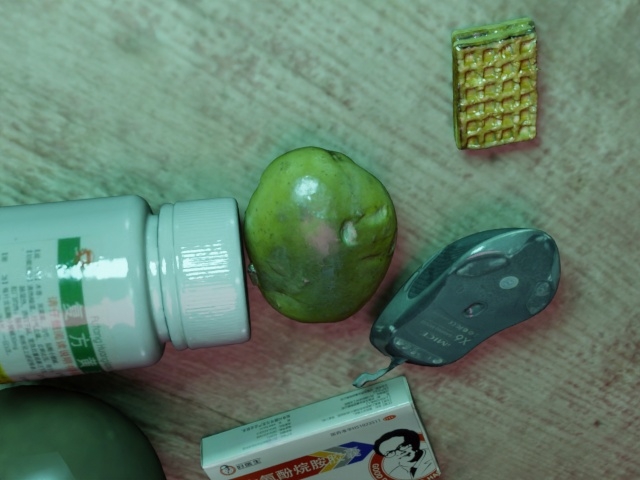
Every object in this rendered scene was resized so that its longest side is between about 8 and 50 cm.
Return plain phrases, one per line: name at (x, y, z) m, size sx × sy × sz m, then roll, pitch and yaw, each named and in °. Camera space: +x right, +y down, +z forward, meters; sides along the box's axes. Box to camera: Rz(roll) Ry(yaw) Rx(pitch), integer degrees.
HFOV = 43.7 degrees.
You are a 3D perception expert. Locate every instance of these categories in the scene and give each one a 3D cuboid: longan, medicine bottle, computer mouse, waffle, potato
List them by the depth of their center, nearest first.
waffle at (0.204, -0.180, 0.939) m, size 0.102 × 0.042 × 0.148 m, roll -12°, pitch 129°, yaw -1°
medicine bottle at (-0.259, 0.052, 0.946) m, size 0.339 × 0.208 × 0.208 m, roll -6°, pitch 129°, yaw -4°
potato at (-0.002, 0.000, 0.987) m, size 0.197 × 0.148 × 0.228 m, roll 22°, pitch 123°, yaw -9°
longan at (-0.384, 0.392, 1.117) m, size 0.336 × 0.404 × 0.405 m, roll -31°, pitch 143°, yaw -41°
computer mouse at (0.170, 0.094, 1.127) m, size 0.167 × 0.090 × 0.379 m, roll 31°, pitch 123°, yaw -28°

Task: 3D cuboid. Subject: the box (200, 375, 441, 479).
box at (0.005, 0.361, 1.327) m, size 0.353 × 0.069 × 0.214 m, roll -19°, pitch 128°, yaw 4°
